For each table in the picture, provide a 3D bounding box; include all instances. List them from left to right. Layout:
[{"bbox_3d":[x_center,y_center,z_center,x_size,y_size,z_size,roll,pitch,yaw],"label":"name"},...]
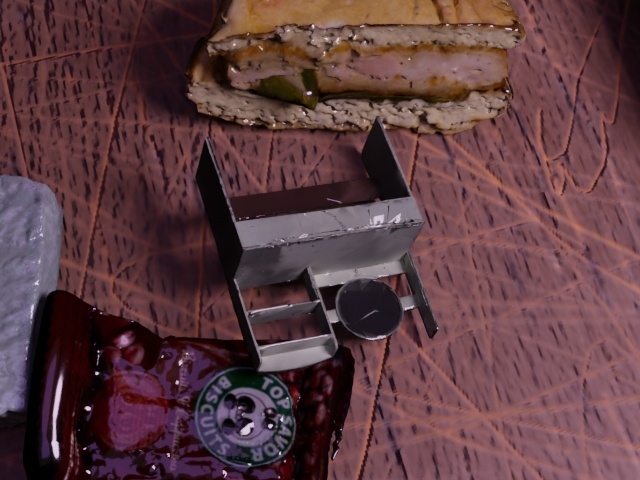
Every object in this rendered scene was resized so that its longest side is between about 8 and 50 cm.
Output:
[{"bbox_3d":[0.000,0.000,1.015,0.146,0.062,0.175,-9,62,-21],"label":"table"}]

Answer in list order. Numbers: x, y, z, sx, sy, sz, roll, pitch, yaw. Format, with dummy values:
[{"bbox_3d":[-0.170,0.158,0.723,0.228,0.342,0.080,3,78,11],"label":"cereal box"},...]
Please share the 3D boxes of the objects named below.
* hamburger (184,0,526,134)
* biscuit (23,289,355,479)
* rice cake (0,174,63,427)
[{"bbox_3d":[0.022,-0.158,1.080,0.262,0.124,0.131,0,49,-4],"label":"hamburger"},{"bbox_3d":[-0.095,0.127,0.984,0.235,0.063,0.151,9,69,-4],"label":"biscuit"},{"bbox_3d":[-0.233,0.050,1.017,0.063,0.069,0.206,1,66,1],"label":"rice cake"}]
